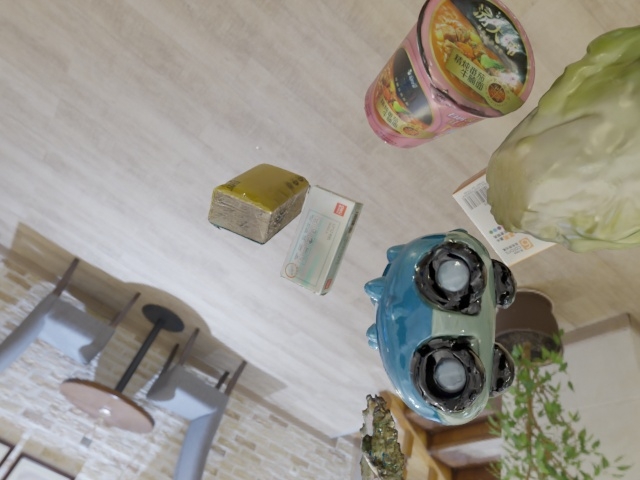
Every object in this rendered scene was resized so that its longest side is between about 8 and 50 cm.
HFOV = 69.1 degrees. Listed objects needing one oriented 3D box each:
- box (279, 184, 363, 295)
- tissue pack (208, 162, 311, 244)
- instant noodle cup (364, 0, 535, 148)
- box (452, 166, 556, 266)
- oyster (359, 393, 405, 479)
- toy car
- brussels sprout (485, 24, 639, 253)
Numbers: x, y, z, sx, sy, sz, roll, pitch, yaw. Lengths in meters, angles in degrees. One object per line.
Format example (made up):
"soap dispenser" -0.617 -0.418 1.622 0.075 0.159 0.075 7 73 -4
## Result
"box" 0.000 0.000 1.228 0.135 0.079 0.269 24 100 22
"tissue pack" -0.173 -0.120 1.366 0.193 0.271 0.133 23 120 11
"instant noodle cup" 0.210 -0.285 0.855 0.244 0.243 0.255 34 159 -13
"box" 0.456 -0.094 0.985 0.274 0.091 0.220 -34 94 43
"oyster" 0.128 0.466 1.036 0.092 0.259 0.198 6 95 1
"toy car" 0.152 0.111 0.632 0.190 0.254 0.189 -4 170 35
"brussels sprout" 0.359 -0.112 0.552 0.274 0.317 0.242 -38 68 55
